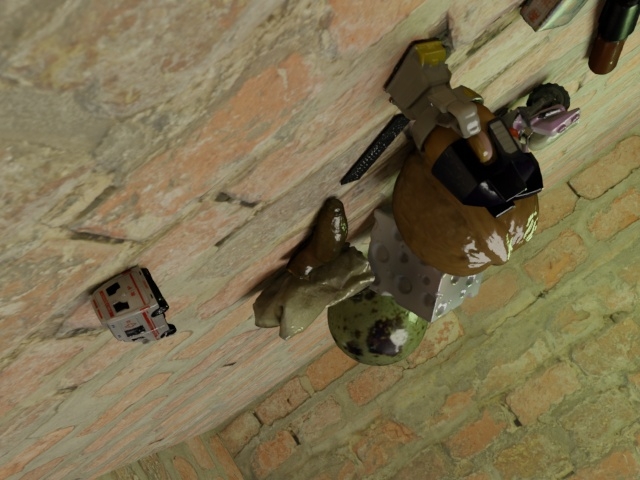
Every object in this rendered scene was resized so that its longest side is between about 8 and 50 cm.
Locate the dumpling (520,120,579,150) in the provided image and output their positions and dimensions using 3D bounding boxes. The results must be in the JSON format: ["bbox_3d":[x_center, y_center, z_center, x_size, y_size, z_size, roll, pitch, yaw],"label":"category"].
[{"bbox_3d":[0.657,-0.319,1.714,0.150,0.092,0.176,-12,154,-49],"label":"dumpling"}]

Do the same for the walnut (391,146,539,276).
[{"bbox_3d":[0.311,-0.080,1.288,0.332,0.333,0.333,-32,164,-10],"label":"walnut"}]

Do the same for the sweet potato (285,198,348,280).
[{"bbox_3d":[0.004,0.006,1.370,0.112,0.085,0.286,-19,158,-32],"label":"sweet potato"}]

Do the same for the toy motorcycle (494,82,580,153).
[{"bbox_3d":[0.491,-0.233,1.458,0.327,0.188,0.143,-38,158,13],"label":"toy motorcycle"}]

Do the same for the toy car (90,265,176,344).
[{"bbox_3d":[-0.330,0.131,1.057,0.108,0.089,0.210,-29,162,-18],"label":"toy car"}]

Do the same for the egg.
[{"bbox_3d":[0.195,0.258,2.046,0.345,0.345,0.428,-33,168,-6],"label":"egg"}]

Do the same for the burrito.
[{"bbox_3d":[-0.027,0.122,1.553,0.331,0.190,0.135,-28,128,-32],"label":"burrito"}]

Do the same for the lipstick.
[{"bbox_3d":[0.650,-0.459,1.318,0.077,0.077,0.418,-38,166,13],"label":"lipstick"}]

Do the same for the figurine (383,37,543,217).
[{"bbox_3d":[0.226,-0.167,0.949,0.143,0.308,0.308,-37,165,29],"label":"figurine"}]

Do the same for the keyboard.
[{"bbox_3d":[0.111,-0.179,1.175,0.067,0.011,0.202,-20,160,-45],"label":"keyboard"}]

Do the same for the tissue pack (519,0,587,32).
[{"bbox_3d":[0.414,-0.421,0.973,0.108,0.060,0.148,-22,159,-35],"label":"tissue pack"}]

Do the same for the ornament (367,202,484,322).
[{"bbox_3d":[0.291,0.034,1.602,0.239,0.239,0.240,-21,128,-42],"label":"ornament"}]
